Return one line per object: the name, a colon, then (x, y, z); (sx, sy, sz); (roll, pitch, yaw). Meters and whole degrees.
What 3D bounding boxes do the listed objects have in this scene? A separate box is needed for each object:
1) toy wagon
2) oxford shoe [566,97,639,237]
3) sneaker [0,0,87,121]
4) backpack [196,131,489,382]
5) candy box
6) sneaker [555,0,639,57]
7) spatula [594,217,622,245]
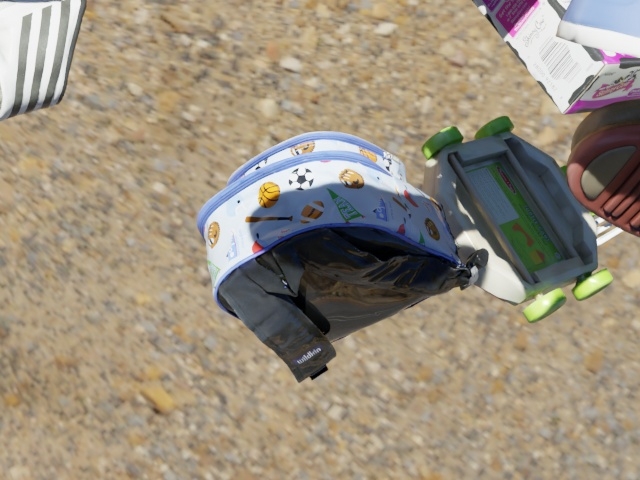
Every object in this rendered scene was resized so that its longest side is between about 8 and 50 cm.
toy wagon: (0.278, -0.037, 1.806); (0.344, 0.068, 0.267); (-16, 71, -47)
oxford shoe: (0.312, -0.074, 0.973); (0.348, 0.123, 0.130); (3, 57, -27)
sneaker: (-0.447, -0.301, 1.658); (0.257, 0.447, 0.169); (-7, 143, -44)
backpack: (0.000, 0.000, 1.528); (0.276, 0.213, 0.263); (-33, 153, 21)
candy box: (0.228, -0.231, 1.308); (0.159, 0.233, 0.071); (-11, 147, -45)
sneaker: (0.282, -0.190, 0.828); (0.315, 0.127, 0.182); (-3, 112, -44)
spatula: (0.444, -0.039, 2.007); (0.242, 0.168, 0.019); (-26, 97, -28)
